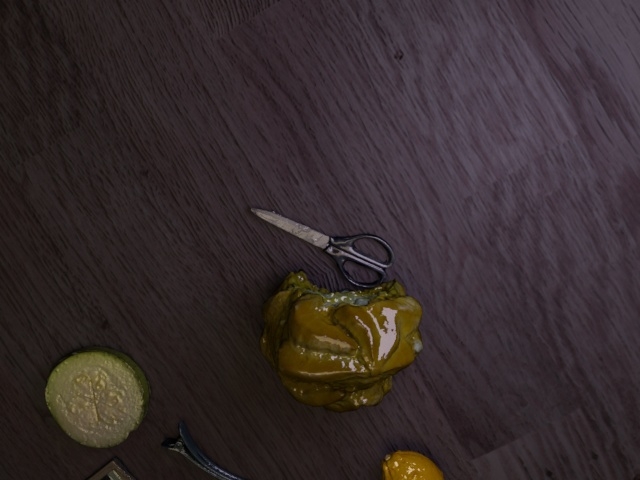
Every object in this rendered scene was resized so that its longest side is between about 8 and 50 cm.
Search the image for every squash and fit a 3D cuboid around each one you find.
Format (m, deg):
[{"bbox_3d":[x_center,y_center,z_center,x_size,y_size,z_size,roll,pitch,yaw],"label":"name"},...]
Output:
[{"bbox_3d":[-0.467,0.325,1.788,0.219,0.041,0.219,1,100,5],"label":"squash"}]

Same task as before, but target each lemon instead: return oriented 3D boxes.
[{"bbox_3d":[0.187,0.491,1.740,0.155,0.114,0.114,39,104,-6],"label":"lemon"}]

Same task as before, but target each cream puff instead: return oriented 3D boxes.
[{"bbox_3d":[0.029,0.212,1.600,0.323,0.270,0.274,1,114,9],"label":"cream puff"}]

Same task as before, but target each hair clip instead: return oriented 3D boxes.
[{"bbox_3d":[-0.227,0.474,1.811,0.229,0.039,0.070,38,104,-10],"label":"hair clip"}]

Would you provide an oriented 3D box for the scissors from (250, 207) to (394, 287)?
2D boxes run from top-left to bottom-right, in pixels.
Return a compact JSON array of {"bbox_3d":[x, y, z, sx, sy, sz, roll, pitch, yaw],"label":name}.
[{"bbox_3d":[0.000,0.000,1.676,0.300,0.022,0.109,24,104,-3],"label":"scissors"}]

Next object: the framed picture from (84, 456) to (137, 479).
[{"bbox_3d":[-0.427,0.665,1.876,0.247,0.022,0.335,-39,99,12],"label":"framed picture"}]
